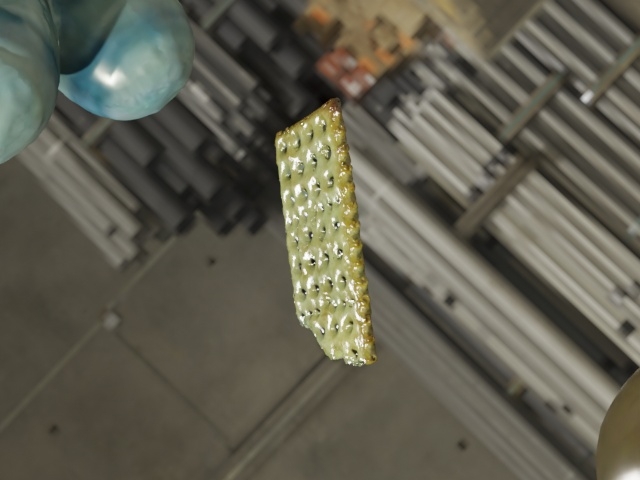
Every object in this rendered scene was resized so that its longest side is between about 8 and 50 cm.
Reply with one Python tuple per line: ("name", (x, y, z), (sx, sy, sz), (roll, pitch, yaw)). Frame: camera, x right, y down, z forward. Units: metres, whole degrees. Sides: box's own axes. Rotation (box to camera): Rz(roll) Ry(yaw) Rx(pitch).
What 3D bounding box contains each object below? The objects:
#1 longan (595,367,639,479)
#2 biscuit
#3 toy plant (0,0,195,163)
("longan", (0.344, 0.207, 1.099), (0.350, 0.288, 0.288), (60, -170, 31))
("biscuit", (0.001, 0.000, 1.246), (0.144, 0.016, 0.203), (161, 102, -67))
("toy plant", (-0.182, -0.157, 0.849), (0.247, 0.247, 0.332), (43, -159, -36))
